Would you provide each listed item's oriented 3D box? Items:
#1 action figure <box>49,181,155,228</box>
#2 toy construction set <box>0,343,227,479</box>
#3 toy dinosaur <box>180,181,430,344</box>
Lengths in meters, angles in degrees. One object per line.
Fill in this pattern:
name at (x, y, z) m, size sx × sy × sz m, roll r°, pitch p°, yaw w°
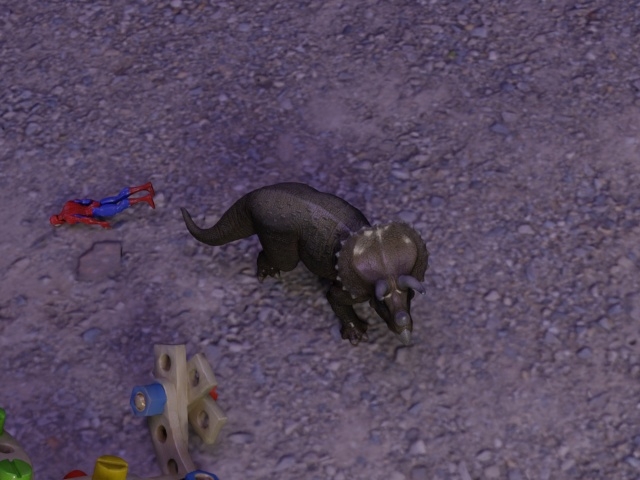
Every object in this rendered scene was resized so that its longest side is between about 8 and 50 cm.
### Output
action figure at (-0.234, -0.033, 1.618) m, size 0.115 × 0.030 × 0.038 m, roll -11°, pitch 45°, yaw 2°
toy construction set at (-0.206, 0.209, 1.329) m, size 0.327 × 0.151 × 0.215 m, roll -19°, pitch 33°, yaw -37°
toy dinosaur at (0.000, 0.000, 1.482) m, size 0.313 × 0.160 × 0.121 m, roll 33°, pitch 60°, yaw 27°
